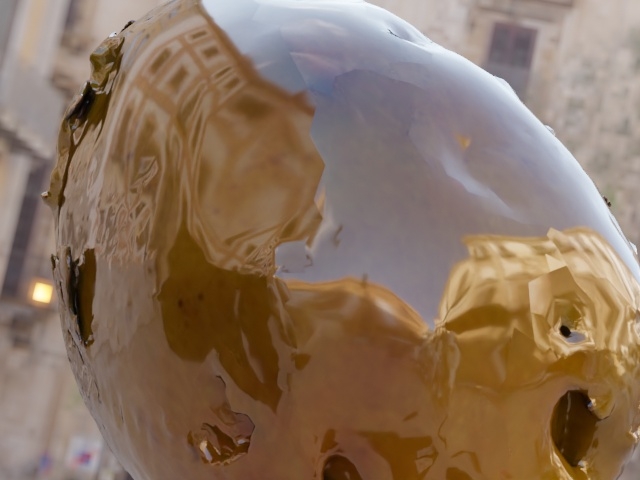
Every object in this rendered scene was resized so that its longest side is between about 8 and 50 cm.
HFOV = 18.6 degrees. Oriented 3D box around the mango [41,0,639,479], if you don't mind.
[{"bbox_3d":[0.000,0.000,0.572,0.156,0.151,0.249,-14,32,-12],"label":"mango"}]
